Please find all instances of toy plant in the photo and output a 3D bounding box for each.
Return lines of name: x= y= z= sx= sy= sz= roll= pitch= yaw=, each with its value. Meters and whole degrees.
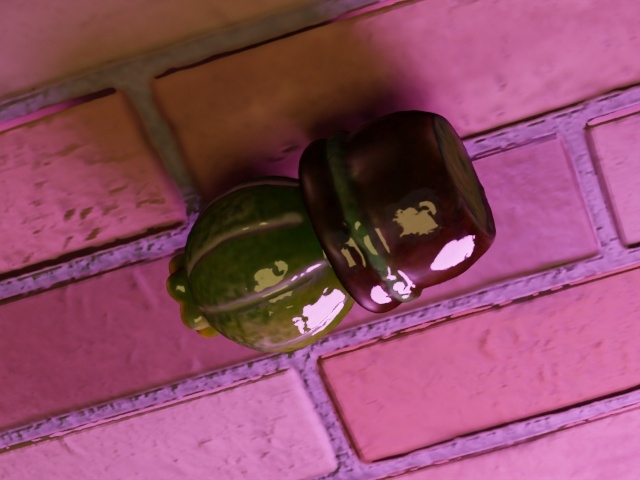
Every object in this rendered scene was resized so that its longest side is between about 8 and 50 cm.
toy plant: x=0.000 y=0.000 z=0.810 sx=0.162 sy=0.093 sz=0.093 roll=-24 pitch=124 yaw=18
